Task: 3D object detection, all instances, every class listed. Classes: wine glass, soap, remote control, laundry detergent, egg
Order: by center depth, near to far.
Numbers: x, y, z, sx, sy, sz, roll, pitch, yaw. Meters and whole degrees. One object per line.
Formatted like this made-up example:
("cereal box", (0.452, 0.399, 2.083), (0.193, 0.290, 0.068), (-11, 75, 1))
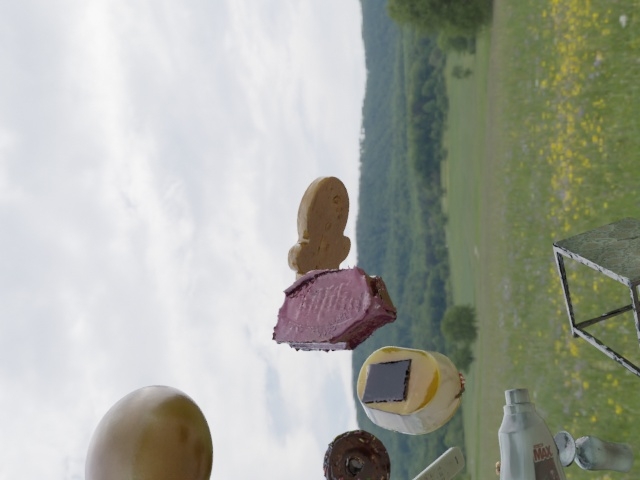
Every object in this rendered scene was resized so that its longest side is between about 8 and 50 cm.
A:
("soap", (0.037, 0.156, 1.445), (0.112, 0.289, 0.182), (26, -115, -46))
("egg", (-0.385, 0.492, 1.463), (0.351, 0.283, 0.282), (-90, -9, -52))
("laundry detergent", (0.584, 0.612, 1.764), (0.264, 0.125, 0.397), (10, -115, -38))
("wine glass", (0.806, 0.629, 1.894), (0.103, 0.231, 0.103), (-166, 90, -72))
("remote control", (0.401, 0.835, 2.269), (0.309, 0.038, 0.090), (-22, -86, -37))

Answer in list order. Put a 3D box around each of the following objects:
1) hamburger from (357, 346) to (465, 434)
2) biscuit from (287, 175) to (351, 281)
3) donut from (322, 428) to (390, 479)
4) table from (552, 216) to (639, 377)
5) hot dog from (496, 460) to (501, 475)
("hamburger", (0.233, 0.389, 1.675), (0.151, 0.295, 0.227), (43, -117, -36))
("biscuit", (-0.002, 0.000, 1.751), (0.275, 0.052, 0.355), (-17, -66, -55))
("donut", (0.120, 0.761, 2.170), (0.089, 0.235, 0.235), (87, -173, -69))
("table", (0.751, 0.135, 1.510), (0.335, 0.222, 0.272), (-118, 9, -75))
("hot dog", (0.548, 0.659, 1.828), (0.133, 0.041, 0.056), (21, -116, -34))
